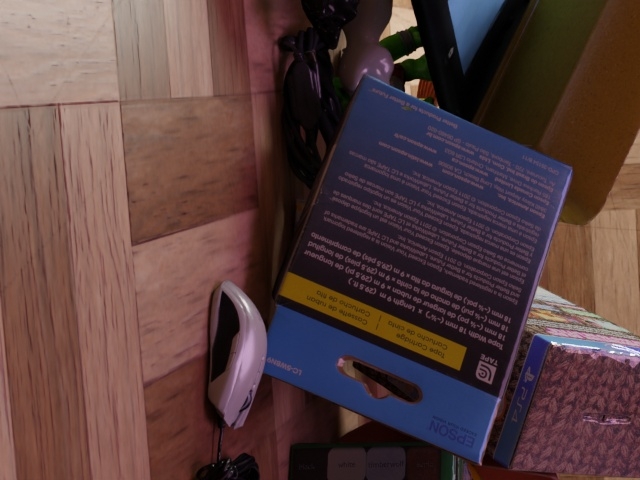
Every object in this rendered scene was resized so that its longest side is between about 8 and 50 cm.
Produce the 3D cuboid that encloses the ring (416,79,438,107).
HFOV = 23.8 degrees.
[{"bbox_3d":[0.183,-0.097,2.066,0.336,0.032,0.337,170,-90,-75],"label":"ring"}]

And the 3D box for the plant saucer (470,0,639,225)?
[{"bbox_3d":[0.280,-0.191,1.726,0.333,0.081,0.332,-64,-165,-3],"label":"plant saucer"}]

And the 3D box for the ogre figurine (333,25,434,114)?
[{"bbox_3d":[0.078,-0.173,1.796,0.097,0.118,0.197,29,61,-77],"label":"ogre figurine"}]

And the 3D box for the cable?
[{"bbox_3d":[-0.007,-0.136,1.630,0.150,0.047,0.185,-56,137,-73],"label":"cable"}]

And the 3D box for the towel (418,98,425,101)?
[{"bbox_3d":[0.083,-0.062,1.838,0.021,0.102,0.237,118,-25,-72],"label":"towel"}]

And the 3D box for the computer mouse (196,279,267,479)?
[{"bbox_3d":[-0.072,0.128,1.336,0.106,0.042,0.193,43,47,-68],"label":"computer mouse"}]

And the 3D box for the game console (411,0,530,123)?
[{"bbox_3d":[0.202,-0.342,1.709,0.342,0.060,0.386,-65,160,-16],"label":"game console"}]

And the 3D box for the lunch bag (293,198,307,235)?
[{"bbox_3d":[0.000,0.000,1.606,0.083,0.053,0.071,70,22,-72],"label":"lunch bag"}]

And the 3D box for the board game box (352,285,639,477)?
[{"bbox_3d":[0.222,0.140,1.702,0.232,0.291,0.141,10,102,-37],"label":"board game box"}]

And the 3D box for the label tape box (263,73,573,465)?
[{"bbox_3d":[0.085,0.036,1.503,0.106,0.240,0.334,127,-15,-66],"label":"label tape box"}]

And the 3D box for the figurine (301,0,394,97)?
[{"bbox_3d":[0.026,-0.261,1.607,0.215,0.092,0.210,58,26,-55],"label":"figurine"}]

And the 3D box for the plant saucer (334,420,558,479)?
[{"bbox_3d":[0.170,0.284,1.781,0.259,0.258,0.048,62,39,-58],"label":"plant saucer"}]

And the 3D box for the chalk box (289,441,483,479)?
[{"bbox_3d":[0.068,0.313,1.569,0.289,0.180,0.179,52,38,-63],"label":"chalk box"}]
